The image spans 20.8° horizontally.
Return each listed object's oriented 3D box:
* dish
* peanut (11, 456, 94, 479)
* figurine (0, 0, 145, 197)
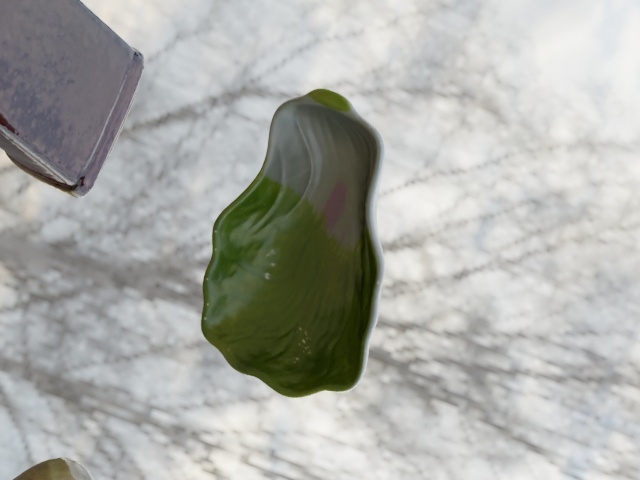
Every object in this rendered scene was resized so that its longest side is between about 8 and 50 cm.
[{"bbox_3d":[0.000,0.000,0.777,0.039,0.091,0.137,-8,115,-58],"label":"dish"},{"bbox_3d":[-0.264,0.256,1.387,0.228,0.104,0.086,-38,-176,-41],"label":"peanut"},{"bbox_3d":[-0.157,-0.079,0.850,0.098,0.154,0.082,7,-112,33],"label":"figurine"}]
